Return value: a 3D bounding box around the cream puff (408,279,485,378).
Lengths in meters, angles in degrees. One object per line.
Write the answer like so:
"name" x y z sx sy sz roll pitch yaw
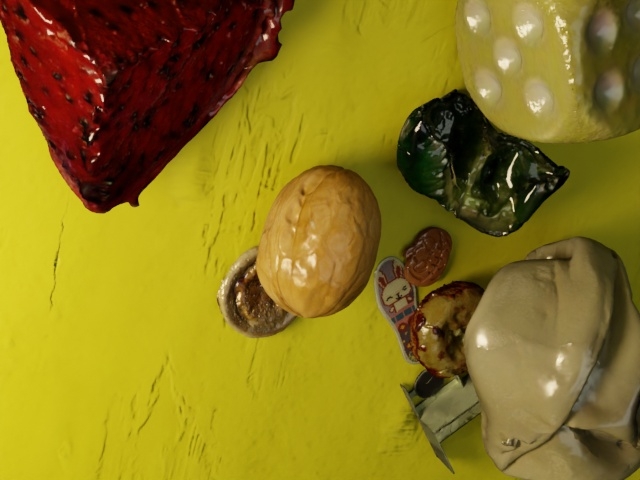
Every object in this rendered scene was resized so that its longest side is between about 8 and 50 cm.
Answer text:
"cream puff" 0.185 0.126 1.810 0.149 0.084 0.149 -9 107 -33

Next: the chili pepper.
"chili pepper" 0.200 -0.111 1.715 0.265 0.116 0.148 25 109 -33

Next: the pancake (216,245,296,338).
"pancake" -0.076 0.070 1.684 0.140 0.022 0.139 -11 116 -25

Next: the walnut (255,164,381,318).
"walnut" 0.000 0.000 1.608 0.159 0.159 0.206 21 78 -34

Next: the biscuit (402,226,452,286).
"biscuit" 0.153 0.024 1.790 0.078 0.015 0.091 11 102 -34

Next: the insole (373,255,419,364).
"insole" 0.121 0.106 1.818 0.065 0.004 0.197 -30 122 -15

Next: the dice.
"dice" 0.335 -0.268 1.619 0.238 0.233 0.226 -26 118 -24

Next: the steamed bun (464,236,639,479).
"steamed bun" 0.387 0.190 1.795 0.342 0.255 0.367 -44 133 -45

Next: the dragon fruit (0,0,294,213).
"dragon fruit" -0.212 -0.238 1.443 0.329 0.228 0.286 -41 159 -31

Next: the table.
"table" 0.221 0.248 1.900 0.146 0.062 0.175 -35 126 -11
